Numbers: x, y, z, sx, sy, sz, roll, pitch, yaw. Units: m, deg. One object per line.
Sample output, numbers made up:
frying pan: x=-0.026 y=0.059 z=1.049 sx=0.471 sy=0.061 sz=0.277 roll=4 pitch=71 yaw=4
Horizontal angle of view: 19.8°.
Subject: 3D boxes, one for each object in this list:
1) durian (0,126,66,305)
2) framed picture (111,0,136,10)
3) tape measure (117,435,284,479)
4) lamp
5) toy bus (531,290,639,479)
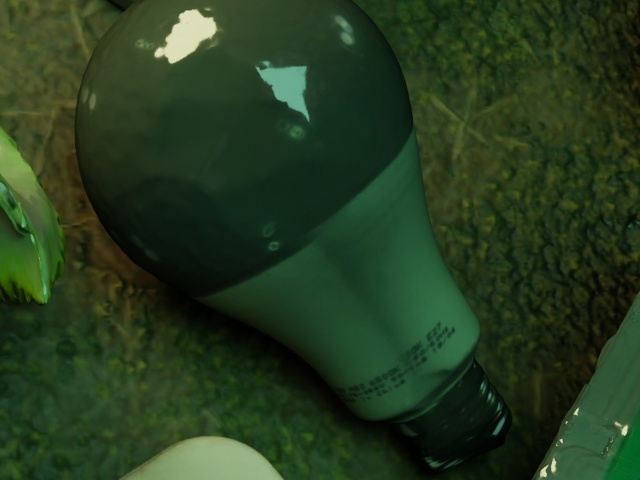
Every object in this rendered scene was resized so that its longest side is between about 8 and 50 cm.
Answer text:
durian: x=-0.265 y=-0.099 z=0.910 sx=0.355 sy=0.169 sz=0.157 roll=40 pitch=59 yaw=-9
framed picture: x=-0.071 y=-0.283 z=1.157 sx=0.247 sy=0.022 sz=0.335 roll=33 pitch=60 yaw=-8
tape measure: x=-0.093 y=0.252 z=0.867 sx=0.271 sy=0.133 sz=0.231 roll=-29 pitch=75 yaw=-29
lamp: x=-0.018 y=0.004 z=0.995 sx=0.182 sy=0.182 sz=0.314 roll=-26 pitch=102 yaw=-30
toy bus: x=0.216 y=0.138 z=0.990 sx=0.199 sy=0.184 sz=0.343 roll=25 pitch=59 yaw=14
